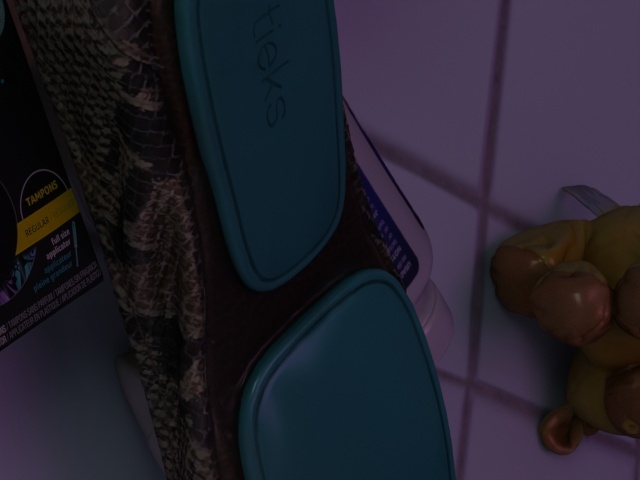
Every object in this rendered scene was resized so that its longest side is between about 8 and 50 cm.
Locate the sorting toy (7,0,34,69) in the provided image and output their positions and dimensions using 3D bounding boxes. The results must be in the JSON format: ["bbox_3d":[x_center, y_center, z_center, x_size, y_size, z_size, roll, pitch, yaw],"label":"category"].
[{"bbox_3d":[-0.167,-0.096,0.994,0.083,0.012,0.062,-59,136,-42],"label":"sorting toy"}]

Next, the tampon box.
[{"bbox_3d":[-0.192,-0.028,0.878,0.120,0.101,0.161,-39,117,-48],"label":"tampon box"}]

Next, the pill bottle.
[{"bbox_3d":[0.000,0.000,1.124,0.186,0.112,0.112,56,46,-33],"label":"pill bottle"}]

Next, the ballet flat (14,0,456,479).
[{"bbox_3d":[-0.049,0.015,0.985,0.164,0.182,0.483,-39,130,-33],"label":"ballet flat"}]

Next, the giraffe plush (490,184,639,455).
[{"bbox_3d":[0.216,0.070,1.394,0.210,0.181,0.170,-93,177,-70],"label":"giraffe plush"}]
